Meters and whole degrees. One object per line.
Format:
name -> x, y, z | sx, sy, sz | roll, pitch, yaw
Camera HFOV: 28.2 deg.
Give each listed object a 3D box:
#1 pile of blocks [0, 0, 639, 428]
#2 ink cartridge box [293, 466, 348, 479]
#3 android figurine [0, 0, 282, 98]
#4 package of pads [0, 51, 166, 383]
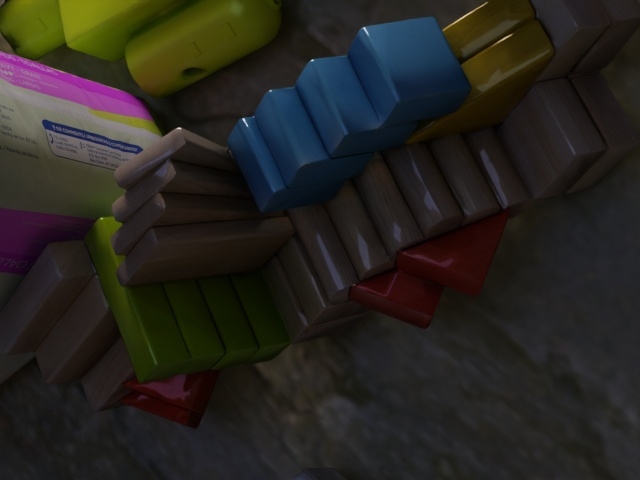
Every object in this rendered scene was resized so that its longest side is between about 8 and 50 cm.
pile of blocks -> 0.000, 0.000, 0.613 | 0.362, 0.149, 0.112 | -33, 68, 20
ink cartridge box -> 0.017, 0.266, 0.622 | 0.223, 0.045, 0.224 | 38, 102, 27
android figurine -> -0.086, -0.215, 0.746 | 0.273, 0.056, 0.248 | -25, 70, 26
package of pads -> -0.234, 0.019, 0.695 | 0.296, 0.229, 0.101 | -37, 69, 18
